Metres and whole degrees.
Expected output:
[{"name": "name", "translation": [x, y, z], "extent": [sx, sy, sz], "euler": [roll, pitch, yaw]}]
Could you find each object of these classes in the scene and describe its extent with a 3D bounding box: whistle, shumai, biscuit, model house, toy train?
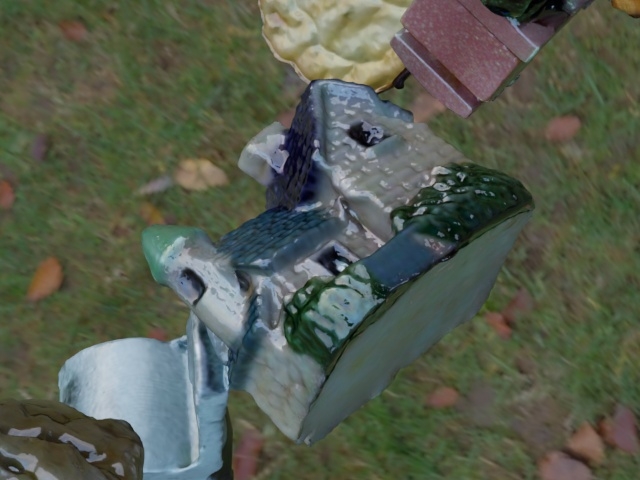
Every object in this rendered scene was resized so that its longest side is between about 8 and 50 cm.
[{"name": "whistle", "translation": [-0.162, 0.194, 1.817], "extent": [0.404, 0.188, 0.168], "euler": [-36, 49, 43]}, {"name": "shumai", "translation": [-0.193, 0.126, 0.902], "extent": [0.183, 0.218, 0.185], "euler": [-5, 116, 21]}, {"name": "biscuit", "translation": [0.044, -0.247, 1.636], "extent": [0.260, 0.041, 0.203], "euler": [-26, 95, 36]}, {"name": "model house", "translation": [0.000, 0.001, 1.598], "extent": [0.284, 0.243, 0.298], "euler": [41, 51, 21]}, {"name": "toy train", "translation": [0.203, -0.252, 1.399], "extent": [0.150, 0.221, 0.304], "euler": [44, 51, 4]}]

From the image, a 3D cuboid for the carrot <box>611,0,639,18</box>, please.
[{"name": "carrot", "translation": [0.257, -0.280, 1.149], "extent": [0.159, 0.159, 0.225], "euler": [-15, 110, 14]}]
